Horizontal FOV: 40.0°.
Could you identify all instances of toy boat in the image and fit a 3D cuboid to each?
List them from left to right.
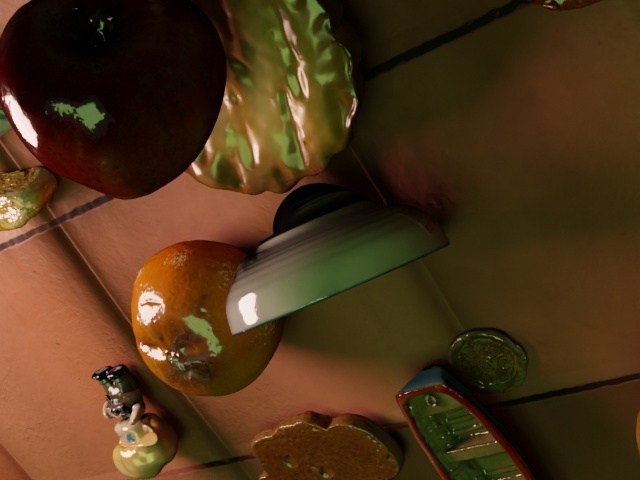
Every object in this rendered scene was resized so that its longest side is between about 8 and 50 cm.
[{"bbox_3d":[0.249,0.333,1.236,0.136,0.079,0.392,-23,112,38],"label":"toy boat"}]

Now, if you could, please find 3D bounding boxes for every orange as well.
[{"bbox_3d":[-0.160,0.109,1.200,0.224,0.170,0.224,10,125,14],"label":"orange"}]

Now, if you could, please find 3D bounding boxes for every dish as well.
[{"bbox_3d":[0.000,0.000,1.027,0.273,0.273,0.134,-26,85,34],"label":"dish"}]

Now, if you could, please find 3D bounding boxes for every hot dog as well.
[{"bbox_3d":[-0.485,-0.051,1.283,0.242,0.084,0.073,-5,120,24],"label":"hot dog"}]

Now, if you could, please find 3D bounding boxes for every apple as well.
[{"bbox_3d":[-0.212,-0.155,0.890,0.233,0.234,0.234,11,126,16],"label":"apple"}]

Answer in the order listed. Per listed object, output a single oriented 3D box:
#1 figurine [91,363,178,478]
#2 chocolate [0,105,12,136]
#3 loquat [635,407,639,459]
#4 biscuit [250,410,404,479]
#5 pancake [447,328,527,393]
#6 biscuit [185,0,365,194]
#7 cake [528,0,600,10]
[{"bbox_3d":[-0.307,0.298,1.441,0.114,0.108,0.196,-12,111,25],"label":"figurine"},{"bbox_3d":[-0.501,-0.156,1.210,0.291,0.110,0.110,-26,110,37],"label":"chocolate"},{"bbox_3d":[0.474,0.225,0.976,0.235,0.235,0.235,11,126,16],"label":"loquat"},{"bbox_3d":[0.008,0.353,1.380,0.290,0.041,0.208,-32,106,37],"label":"biscuit"},{"bbox_3d":[0.224,0.164,1.177,0.114,0.011,0.115,11,128,15],"label":"pancake"},{"bbox_3d":[-0.101,-0.203,1.002,0.325,0.107,0.326,12,130,15],"label":"biscuit"},{"bbox_3d":[0.197,-0.338,0.757,0.177,0.151,0.283,-36,105,25],"label":"cake"}]
